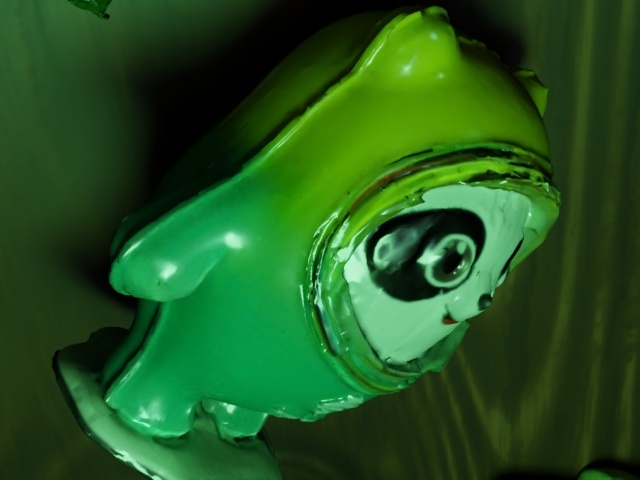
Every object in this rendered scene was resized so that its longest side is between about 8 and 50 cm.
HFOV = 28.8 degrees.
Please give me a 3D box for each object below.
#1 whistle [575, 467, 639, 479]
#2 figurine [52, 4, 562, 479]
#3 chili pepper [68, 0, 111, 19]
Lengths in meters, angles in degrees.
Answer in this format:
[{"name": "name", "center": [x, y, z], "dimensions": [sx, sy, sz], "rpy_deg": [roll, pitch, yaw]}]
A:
[{"name": "whistle", "center": [0.288, 0.279, 1.181], "dimensions": [0.288, 0.106, 0.131], "rpy_deg": [13, 117, -25]}, {"name": "figurine", "center": [0.000, 0.000, 0.810], "dimensions": [0.340, 0.231, 0.324], "rpy_deg": [-49, 150, 13]}, {"name": "chili pepper", "center": [-0.060, -0.240, 0.687], "dimensions": [0.279, 0.065, 0.122], "rpy_deg": [-32, 139, 13]}]
